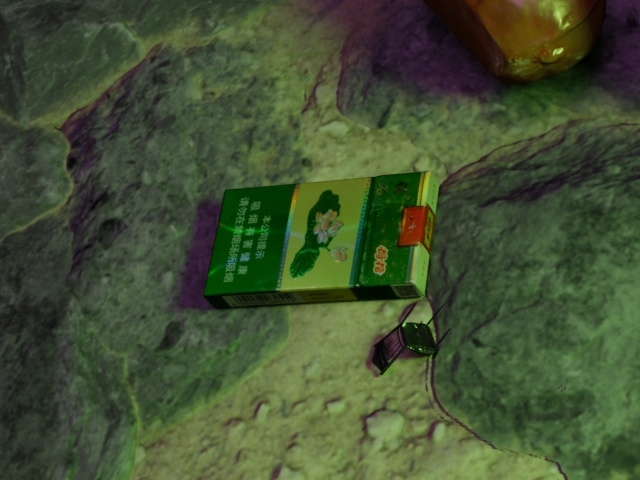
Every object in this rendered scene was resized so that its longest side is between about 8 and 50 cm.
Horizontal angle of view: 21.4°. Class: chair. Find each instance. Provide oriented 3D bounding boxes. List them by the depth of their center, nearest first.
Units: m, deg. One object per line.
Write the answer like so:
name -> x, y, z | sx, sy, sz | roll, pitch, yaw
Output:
chair -> 0.088, 0.095, 1.615 | 0.086, 0.042, 0.037 | -50, 39, 39

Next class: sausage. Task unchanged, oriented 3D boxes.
sausage -> 0.184, -0.269, 1.718 | 0.141, 0.153, 0.268 | -31, 52, -6

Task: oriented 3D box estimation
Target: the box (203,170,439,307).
box -> 0.000, 0.000, 1.715 | 0.235, 0.034, 0.132 | -3, 59, 24
